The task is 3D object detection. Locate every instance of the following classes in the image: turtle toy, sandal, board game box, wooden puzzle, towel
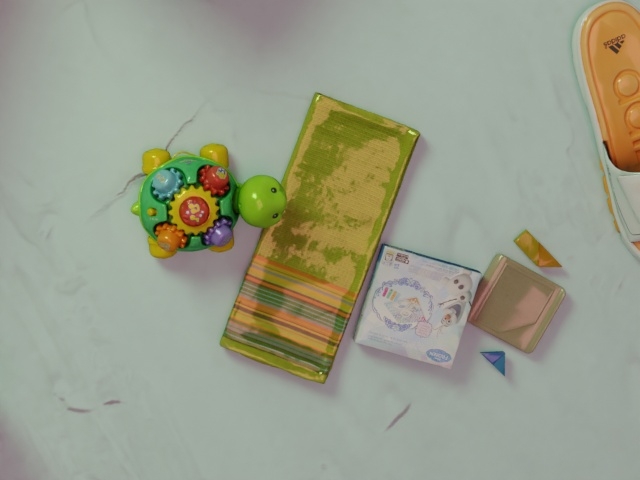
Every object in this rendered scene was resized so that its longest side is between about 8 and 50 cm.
[{"bbox_3d":[-0.093,-0.031,1.568,0.130,0.066,0.095,-6,102,-9],"label":"turtle toy"},{"bbox_3d":[0.288,-0.079,1.621,0.102,0.076,0.265,-26,105,-4],"label":"sandal"},{"bbox_3d":[0.084,0.057,1.639,0.090,0.020,0.090,16,97,-8],"label":"board game box"},{"bbox_3d":[0.171,0.055,1.662,0.078,0.014,0.116,36,93,-10],"label":"wooden puzzle"},{"bbox_3d":[0.000,0.000,1.615,0.102,0.021,0.237,19,97,-14],"label":"towel"}]
